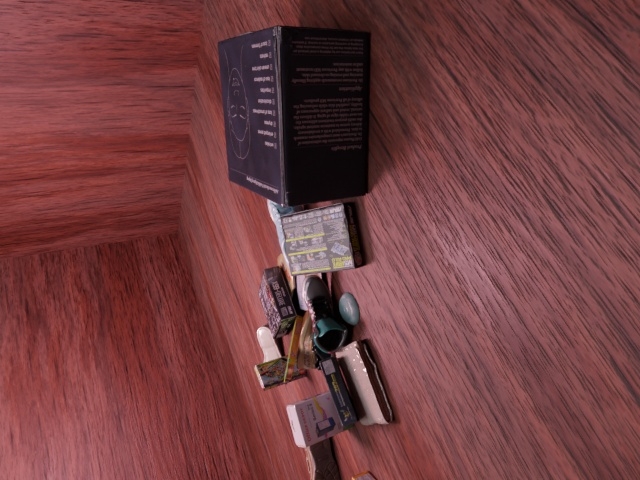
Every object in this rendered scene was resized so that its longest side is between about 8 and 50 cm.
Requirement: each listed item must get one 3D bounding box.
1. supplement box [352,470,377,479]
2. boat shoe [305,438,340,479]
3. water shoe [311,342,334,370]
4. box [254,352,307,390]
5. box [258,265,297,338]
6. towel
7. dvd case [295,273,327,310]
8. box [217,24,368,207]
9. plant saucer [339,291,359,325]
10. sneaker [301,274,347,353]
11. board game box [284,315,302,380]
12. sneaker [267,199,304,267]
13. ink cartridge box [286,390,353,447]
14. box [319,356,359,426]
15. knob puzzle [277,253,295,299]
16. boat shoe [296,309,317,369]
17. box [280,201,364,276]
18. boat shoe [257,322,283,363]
[{"bbox_3d":[0.199,0.901,1.613,0.233,0.080,0.077,17,113,62],"label":"supplement box"},{"bbox_3d":[0.002,0.950,1.983,0.116,0.123,0.324,155,109,-69],"label":"boat shoe"},{"bbox_3d":[0.007,0.404,1.796,0.073,0.080,0.202,9,108,61],"label":"water shoe"},{"bbox_3d":[-0.175,0.578,2.073,0.114,0.207,0.036,59,147,33],"label":"box"},{"bbox_3d":[-0.202,0.286,2.113,0.307,0.077,0.242,112,140,-60],"label":"box"},{"bbox_3d":[0.145,0.488,1.601,0.187,0.049,0.282,-46,60,59],"label":"towel"},{"bbox_3d":[-0.037,0.198,1.872,0.253,0.022,0.180,-3,97,63],"label":"dvd case"},{"bbox_3d":[-0.099,-0.392,1.477,0.480,0.298,0.471,29,123,56],"label":"box"},{"bbox_3d":[0.095,0.241,1.633,0.119,0.021,0.119,33,128,55],"label":"plant saucer"},{"bbox_3d":[0.012,0.274,1.663,0.178,0.124,0.295,-162,56,-75],"label":"sneaker"},{"bbox_3d":[-0.113,0.452,1.950,0.259,0.039,0.124,-77,1,-46],"label":"board game box"},{"bbox_3d":[-0.103,-0.045,1.767,0.150,0.135,0.365,-151,42,-78],"label":"sneaker"},{"bbox_3d":[-0.002,0.665,1.765,0.093,0.213,0.154,-40,63,59],"label":"ink cartridge box"},{"bbox_3d":[0.069,0.540,1.668,0.183,0.059,0.232,69,180,-70],"label":"box"},{"bbox_3d":[-0.141,0.138,2.034,0.213,0.030,0.213,170,90,-66],"label":"knob puzzle"},{"bbox_3d":[-0.040,0.405,1.899,0.104,0.090,0.285,-80,-2,-59],"label":"boat shoe"},{"bbox_3d":[0.000,0.000,1.565,0.270,0.060,0.216,-10,91,36],"label":"box"},{"bbox_3d":[-0.231,0.563,2.333,0.099,0.116,0.319,-41,-62,-71],"label":"boat shoe"}]
